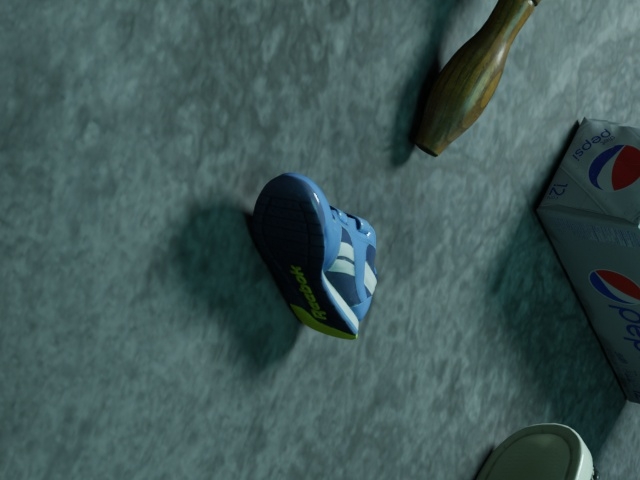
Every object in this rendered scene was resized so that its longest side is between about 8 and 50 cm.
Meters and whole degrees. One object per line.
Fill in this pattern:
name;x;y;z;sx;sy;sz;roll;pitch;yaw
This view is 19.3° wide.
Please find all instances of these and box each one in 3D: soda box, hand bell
soda box;0.272;0.028;1.527;0.098;0.091;0.286;-60;142;-25
hand bell;0.134;-0.163;1.289;0.242;0.126;0.126;-57;142;-7

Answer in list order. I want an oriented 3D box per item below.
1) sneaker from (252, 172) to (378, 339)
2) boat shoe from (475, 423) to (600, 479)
sneaker;0.000;0.000;1.165;0.059;0.053;0.144;-57;149;-27
boat shoe;0.131;0.302;1.379;0.113;0.127;0.340;52;48;-35
